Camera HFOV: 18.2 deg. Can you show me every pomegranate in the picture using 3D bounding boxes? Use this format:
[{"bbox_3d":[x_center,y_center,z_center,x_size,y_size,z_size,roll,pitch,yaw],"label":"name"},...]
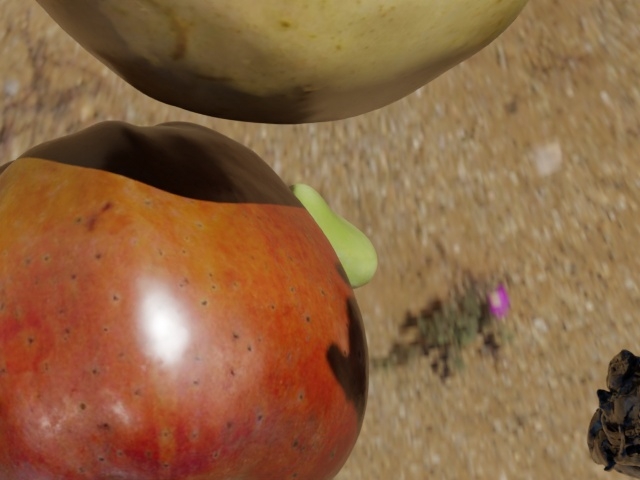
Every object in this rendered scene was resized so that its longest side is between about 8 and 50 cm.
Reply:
[{"bbox_3d":[-0.011,-0.207,0.891,0.319,0.319,0.319,0,109,0],"label":"pomegranate"}]

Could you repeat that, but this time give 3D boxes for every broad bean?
[{"bbox_3d":[0.000,0.000,1.292,0.083,0.063,0.045,39,112,1],"label":"broad bean"}]

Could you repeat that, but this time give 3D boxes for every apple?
[{"bbox_3d":[-0.094,0.050,1.032,0.234,0.234,0.234,0,109,0],"label":"apple"}]

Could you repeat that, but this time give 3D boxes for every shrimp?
[{"bbox_3d":[0.228,0.108,1.395,0.079,0.090,0.233,18,153,15],"label":"shrimp"}]
